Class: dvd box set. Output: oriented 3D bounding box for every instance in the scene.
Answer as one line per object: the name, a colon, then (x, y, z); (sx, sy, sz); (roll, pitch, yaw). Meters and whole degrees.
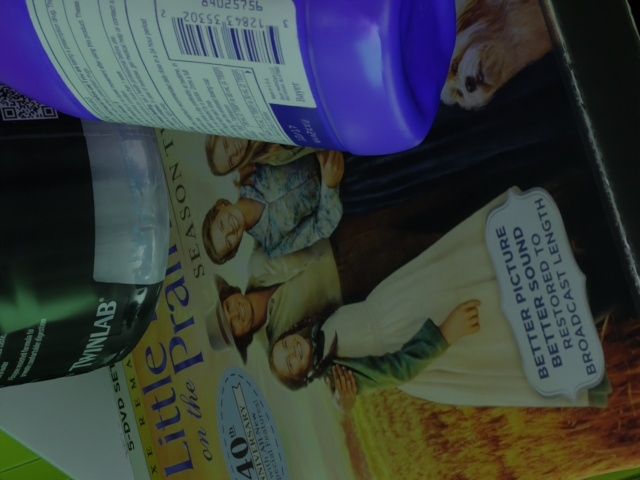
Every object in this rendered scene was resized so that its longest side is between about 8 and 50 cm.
dvd box set: (0.000, 0.000, 0.645); (0.062, 0.308, 0.420); (-6, 166, -39)

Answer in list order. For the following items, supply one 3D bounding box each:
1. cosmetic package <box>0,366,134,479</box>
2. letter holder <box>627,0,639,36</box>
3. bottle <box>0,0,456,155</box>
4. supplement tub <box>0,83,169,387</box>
cosmetic package: (-0.217, 0.149, 1.130); (0.138, 0.224, 0.225); (-56, 170, -14)
letter holder: (0.142, -0.101, 0.630); (0.152, 0.214, 0.302); (-5, 149, -35)
bottle: (-0.088, -0.104, 0.513); (0.282, 0.092, 0.118); (8, 153, 20)
supplement tub: (-0.267, -0.010, 0.616); (0.338, 0.207, 0.207); (-6, 161, -34)
